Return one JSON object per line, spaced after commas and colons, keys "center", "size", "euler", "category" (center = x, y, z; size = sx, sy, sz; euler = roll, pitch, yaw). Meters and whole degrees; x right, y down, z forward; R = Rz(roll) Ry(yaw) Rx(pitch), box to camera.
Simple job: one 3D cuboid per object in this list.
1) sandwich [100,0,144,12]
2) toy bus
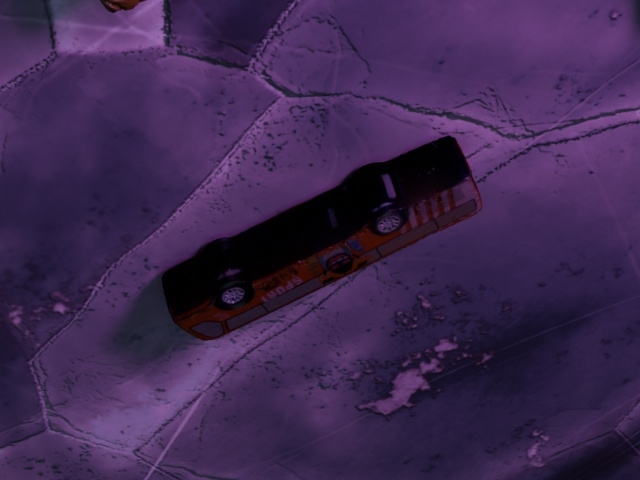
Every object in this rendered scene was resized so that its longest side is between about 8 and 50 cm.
{"center": [-0.171, -0.338, 1.201], "size": [0.220, 0.108, 0.186], "euler": [-31, 133, 15], "category": "sandwich"}
{"center": [0.000, 0.000, 1.577], "size": [0.409, 0.093, 0.092], "euler": [-25, 141, 7], "category": "toy bus"}
